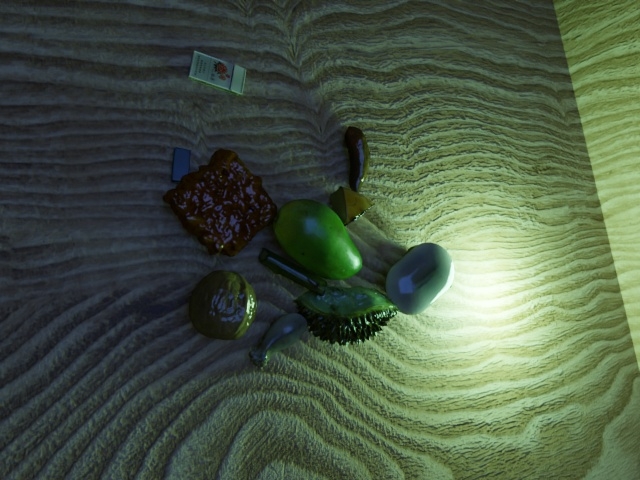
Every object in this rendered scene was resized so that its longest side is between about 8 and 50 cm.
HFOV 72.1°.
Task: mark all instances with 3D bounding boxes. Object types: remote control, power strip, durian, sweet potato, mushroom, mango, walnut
[{"bbox_3d":[0.396,0.149,1.745,0.332,0.103,0.221,-36,94,-21],"label":"remote control"},{"bbox_3d":[-0.478,-0.257,1.506,0.056,0.032,0.123,6,78,-24],"label":"power strip"},{"bbox_3d":[0.100,0.275,1.625,0.393,0.163,0.198,-4,41,-9],"label":"durian"},{"bbox_3d":[0.155,-0.328,1.790,0.097,0.097,0.292,-2,83,-26],"label":"sweet potato"},{"bbox_3d":[-0.146,0.342,1.521,0.225,0.093,0.116,-38,118,-31],"label":"mushroom"},{"bbox_3d":[0.000,0.000,1.593,0.381,0.201,0.225,38,69,-19],"label":"mango"},{"bbox_3d":[-0.308,0.205,1.408,0.227,0.228,0.228,5,78,-25],"label":"walnut"}]

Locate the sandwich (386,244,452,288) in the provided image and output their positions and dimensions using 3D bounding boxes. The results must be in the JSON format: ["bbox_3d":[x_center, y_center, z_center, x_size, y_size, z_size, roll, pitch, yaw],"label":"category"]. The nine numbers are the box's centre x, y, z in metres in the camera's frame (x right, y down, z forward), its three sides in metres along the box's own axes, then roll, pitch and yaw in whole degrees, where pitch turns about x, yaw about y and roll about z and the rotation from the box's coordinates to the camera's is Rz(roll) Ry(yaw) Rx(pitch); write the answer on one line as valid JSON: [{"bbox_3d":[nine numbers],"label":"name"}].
[{"bbox_3d":[0.405,0.176,1.836,0.212,0.063,0.245,-45,100,-22],"label":"sandwich"}]

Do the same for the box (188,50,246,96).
[{"bbox_3d":[-0.379,-0.615,1.623,0.198,0.029,0.109,12,75,-22],"label":"box"}]

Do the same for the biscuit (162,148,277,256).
[{"bbox_3d":[-0.326,-0.122,1.503,0.312,0.110,0.318,-46,109,-28],"label":"biscuit"}]

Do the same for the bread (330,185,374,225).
[{"bbox_3d":[0.116,-0.100,1.707,0.169,0.140,0.160,19,67,-22],"label":"bread"}]

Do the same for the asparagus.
[{"bbox_3d":[-0.098,0.113,1.575,0.277,0.060,0.067,27,59,-7],"label":"asparagus"}]
